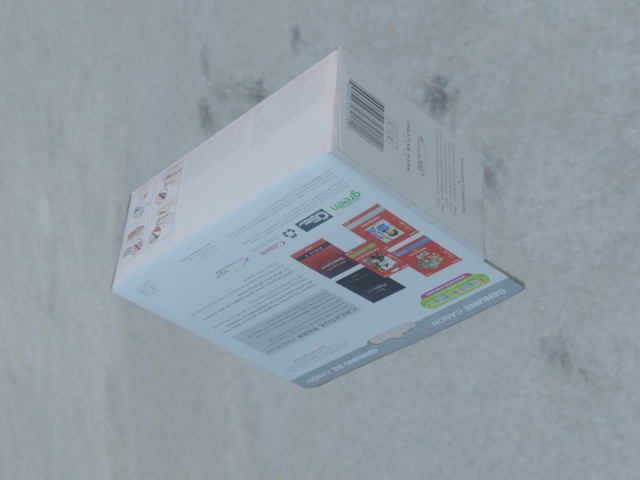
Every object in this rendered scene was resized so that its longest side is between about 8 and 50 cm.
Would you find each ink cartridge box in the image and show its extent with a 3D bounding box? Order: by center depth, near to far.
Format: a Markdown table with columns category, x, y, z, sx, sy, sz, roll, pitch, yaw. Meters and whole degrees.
| category | x | y | z | sx | sy | sz | roll | pitch | yaw |
| --- | --- | --- | --- | --- | --- | --- | --- | --- | --- |
| ink cartridge box | 0.000 | 0.000 | 1.056 | 0.309 | 0.272 | 0.130 | -29 | 43 | 36 |
